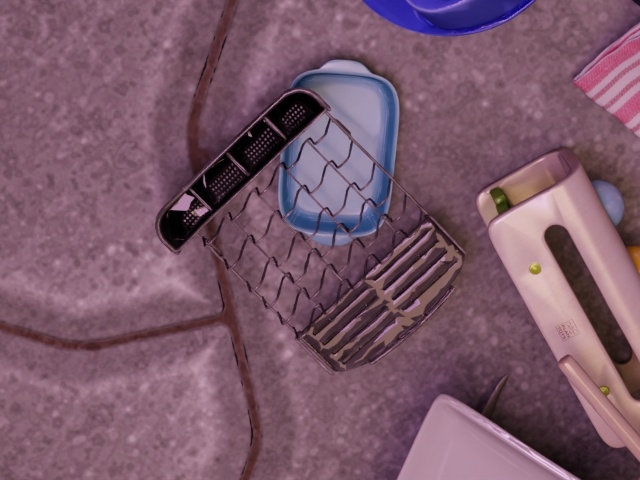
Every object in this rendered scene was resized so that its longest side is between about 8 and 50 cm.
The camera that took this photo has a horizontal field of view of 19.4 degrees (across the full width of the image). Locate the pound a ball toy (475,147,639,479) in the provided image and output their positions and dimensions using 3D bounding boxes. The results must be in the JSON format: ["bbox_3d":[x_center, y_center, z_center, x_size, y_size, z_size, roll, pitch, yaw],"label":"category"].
[{"bbox_3d":[0.288,0.082,1.822,0.136,0.208,0.319,-29,104,6],"label":"pound a ball toy"}]

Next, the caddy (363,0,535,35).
[{"bbox_3d":[0.138,-0.352,1.717,0.241,0.179,0.341,38,103,14],"label":"caddy"}]

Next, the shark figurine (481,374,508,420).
[{"bbox_3d":[0.237,0.290,1.934,0.278,0.116,0.166,47,133,13],"label":"shark figurine"}]

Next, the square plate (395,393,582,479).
[{"bbox_3d":[0.199,0.371,1.851,0.344,0.049,0.347,30,114,14],"label":"square plate"}]

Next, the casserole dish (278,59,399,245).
[{"bbox_3d":[0.017,-0.090,1.857,0.114,0.037,0.188,4,107,-3],"label":"casserole dish"}]

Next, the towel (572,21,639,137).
[{"bbox_3d":[0.360,-0.130,1.817,0.197,0.029,0.144,38,139,-11],"label":"towel"}]

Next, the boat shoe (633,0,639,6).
[{"bbox_3d":[0.400,-0.207,1.803,0.258,0.089,0.109,18,105,-6],"label":"boat shoe"}]

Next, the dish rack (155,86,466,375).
[{"bbox_3d":[0.000,0.000,1.825,0.208,0.074,0.271,-43,102,12],"label":"dish rack"}]
